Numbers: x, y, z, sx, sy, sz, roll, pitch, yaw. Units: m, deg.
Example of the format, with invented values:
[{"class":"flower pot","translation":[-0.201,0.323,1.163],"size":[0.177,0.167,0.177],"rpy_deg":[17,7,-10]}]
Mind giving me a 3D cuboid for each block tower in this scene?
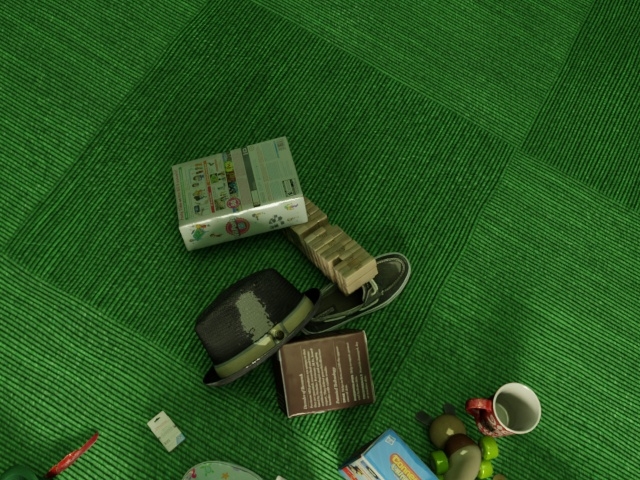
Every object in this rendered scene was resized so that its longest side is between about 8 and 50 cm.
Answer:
[{"class":"block tower","translation":[0.000,0.000,1.850],"size":[0.097,0.091,0.335],"rpy_deg":[-33,52,-15]}]

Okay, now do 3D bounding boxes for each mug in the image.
[{"class":"mug","translation":[0.418,0.396,1.776],"size":[0.150,0.169,0.113],"rpy_deg":[36,69,7]}]

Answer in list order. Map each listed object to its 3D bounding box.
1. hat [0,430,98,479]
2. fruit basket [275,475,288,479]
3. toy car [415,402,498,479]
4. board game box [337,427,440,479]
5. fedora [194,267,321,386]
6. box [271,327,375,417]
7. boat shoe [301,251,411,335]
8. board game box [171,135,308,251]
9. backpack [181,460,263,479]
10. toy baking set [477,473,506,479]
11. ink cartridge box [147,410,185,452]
[{"class":"hat","translation":[-0.583,0.558,1.650],"size":[0.208,0.183,0.173],"rpy_deg":[-42,67,22]},{"class":"fruit basket","translation":[-0.079,0.662,1.519],"size":[0.165,0.353,0.327],"rpy_deg":[7,68,13]},{"class":"toy car","translation":[0.301,0.470,1.776],"size":[0.154,0.149,0.188],"rpy_deg":[-11,42,-15]},{"class":"board game box","translation":[0.193,0.561,1.607],"size":[0.086,0.302,0.308],"rpy_deg":[-40,79,-20]},{"class":"fedora","translation":[-0.163,0.173,1.699],"size":[0.334,0.334,0.153],"rpy_deg":[-39,98,-20]},{"class":"box","translation":[0.001,0.300,1.738],"size":[0.203,0.168,0.167],"rpy_deg":[-8,87,-11]},{"class":"boat shoe","translation":[0.097,0.130,1.863],"size":[0.335,0.119,0.121],"rpy_deg":[-34,77,-19]},{"class":"board game box","translation":[-0.203,-0.118,1.866],"size":[0.303,0.098,0.224],"rpy_deg":[-14,49,-2]},{"class":"backpack","translation":[-0.220,0.600,1.601],"size":[0.225,0.191,0.254],"rpy_deg":[17,62,7]},{"class":"toy baking set","translation":[0.421,0.666,1.748],"size":[0.196,0.030,0.256],"rpy_deg":[27,61,10]},{"class":"ink cartridge box","translation":[-0.353,0.438,1.726],"size":[0.048,0.028,0.083],"rpy_deg":[-38,78,-20]}]
